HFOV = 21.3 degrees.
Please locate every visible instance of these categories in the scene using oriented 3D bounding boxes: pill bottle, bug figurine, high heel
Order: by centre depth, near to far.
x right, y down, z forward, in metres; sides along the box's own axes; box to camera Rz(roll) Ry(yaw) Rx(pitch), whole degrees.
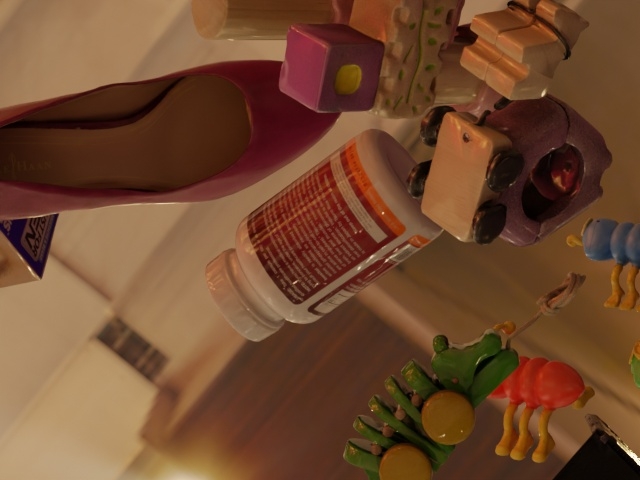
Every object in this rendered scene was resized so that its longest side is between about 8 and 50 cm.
[{"bbox_3d":[0.000,0.000,1.127,0.086,0.152,0.086,47,-160,-23],"label":"pill bottle"},{"bbox_3d":[0.240,0.058,1.271,0.279,0.216,0.072,-46,-50,-43],"label":"bug figurine"},{"bbox_3d":[-0.149,-0.089,1.495,0.181,0.377,0.127,157,95,-81],"label":"high heel"}]

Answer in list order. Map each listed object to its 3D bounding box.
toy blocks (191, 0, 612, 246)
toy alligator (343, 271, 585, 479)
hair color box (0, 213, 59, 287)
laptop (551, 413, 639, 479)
[{"bbox_3d":[0.124,-0.188,0.984,0.260,0.288,0.309,-4,-150,-36],"label":"toy blocks"},{"bbox_3d":[0.066,0.079,0.925,0.051,0.190,0.056,37,-171,0],"label":"toy alligator"},{"bbox_3d":[-0.429,-0.082,1.706,0.339,0.185,0.110,56,-149,-44],"label":"hair color box"},{"bbox_3d":[0.296,0.299,1.597,0.234,0.136,0.264,46,-176,4],"label":"laptop"}]
